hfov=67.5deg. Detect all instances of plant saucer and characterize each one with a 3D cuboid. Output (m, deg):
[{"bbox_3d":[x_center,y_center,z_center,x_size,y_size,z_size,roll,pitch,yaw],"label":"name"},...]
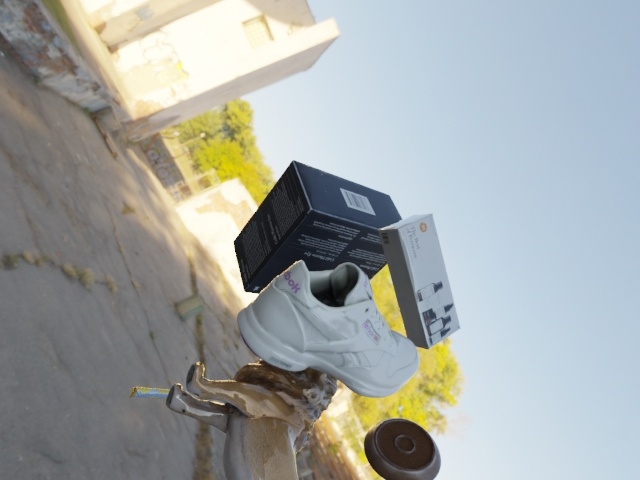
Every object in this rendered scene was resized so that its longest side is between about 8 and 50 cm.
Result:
[{"bbox_3d":[0.178,0.444,1.027,0.168,0.168,0.029,-126,-142,-51],"label":"plant saucer"}]

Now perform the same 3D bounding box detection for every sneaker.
[{"bbox_3d":[0.048,0.118,0.638,0.305,0.152,0.114,24,23,-37],"label":"sneaker"}]

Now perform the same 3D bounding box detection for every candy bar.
[{"bbox_3d":[-0.522,0.481,1.502,0.161,0.040,0.018,26,5,-46],"label":"candy bar"}]

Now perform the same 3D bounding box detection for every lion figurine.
[{"bbox_3d":[-0.075,0.284,0.609,0.240,0.142,0.392,25,34,-23],"label":"lion figurine"}]

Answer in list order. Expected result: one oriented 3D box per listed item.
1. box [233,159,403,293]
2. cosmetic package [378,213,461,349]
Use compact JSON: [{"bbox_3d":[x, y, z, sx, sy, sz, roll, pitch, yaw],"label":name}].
[{"bbox_3d":[0.000,0.000,1.263,0.343,0.312,0.179,15,40,-37],"label":"box"},{"bbox_3d":[0.193,0.076,0.918,0.060,0.099,0.239,-2,-73,55],"label":"cosmetic package"}]
